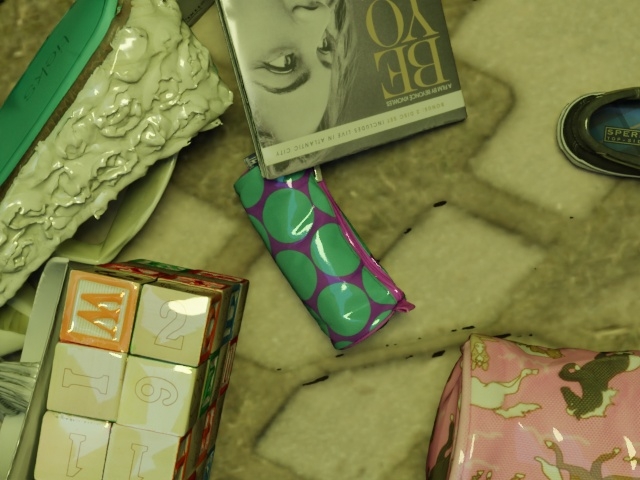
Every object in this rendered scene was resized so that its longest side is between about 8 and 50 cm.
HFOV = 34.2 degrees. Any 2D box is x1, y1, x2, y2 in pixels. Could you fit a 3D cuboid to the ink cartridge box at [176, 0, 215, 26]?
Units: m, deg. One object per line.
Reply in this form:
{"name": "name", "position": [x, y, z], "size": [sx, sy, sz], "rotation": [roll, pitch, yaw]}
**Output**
{"name": "ink cartridge box", "position": [-0.123, -0.260, 0.740], "size": [0.175, 0.072, 0.127], "rotation": [43, 93, 2]}

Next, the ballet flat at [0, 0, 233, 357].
{"name": "ballet flat", "position": [-0.215, 0.004, 0.721], "size": [0.409, 0.147, 0.147], "rotation": [-44, 88, 13]}

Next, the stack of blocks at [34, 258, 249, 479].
{"name": "stack of blocks", "position": [-0.128, 0.167, 0.702], "size": [0.087, 0.171, 0.297], "rotation": [11, 93, 3]}

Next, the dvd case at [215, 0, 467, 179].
{"name": "dvd case", "position": [0.007, -0.170, 0.709], "size": [0.164, 0.018, 0.221], "rotation": [-19, 101, -23]}

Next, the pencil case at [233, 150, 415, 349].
{"name": "pencil case", "position": [0.000, 0.000, 0.742], "size": [0.070, 0.064, 0.152], "rotation": [-32, 90, 29]}

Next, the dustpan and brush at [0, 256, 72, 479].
{"name": "dustpan and brush", "position": [-0.199, 0.105, 0.694], "size": [0.060, 0.211, 0.147], "rotation": [11, 68, -1]}

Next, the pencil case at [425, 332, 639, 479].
{"name": "pencil case", "position": [0.257, 0.168, 0.687], "size": [0.385, 0.160, 0.167], "rotation": [9, 49, 4]}

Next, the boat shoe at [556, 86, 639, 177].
{"name": "boat shoe", "position": [0.282, -0.074, 0.717], "size": [0.228, 0.076, 0.080], "rotation": [7, 92, 4]}
